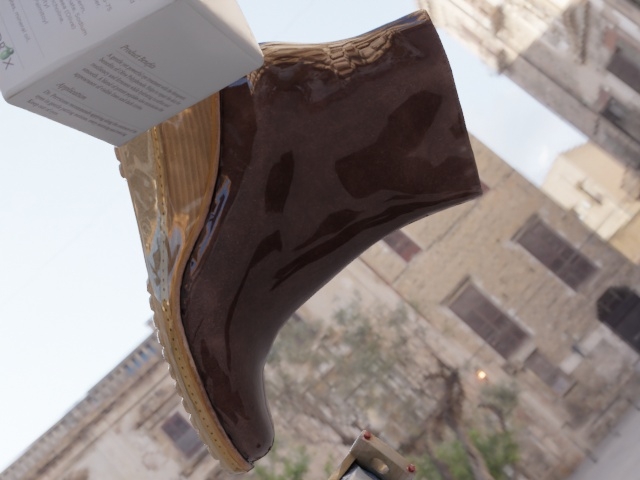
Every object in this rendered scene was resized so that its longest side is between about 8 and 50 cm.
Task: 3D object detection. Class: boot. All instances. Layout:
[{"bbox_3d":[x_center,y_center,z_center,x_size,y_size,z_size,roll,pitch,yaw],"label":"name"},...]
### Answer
[{"bbox_3d":[0.000,0.000,0.592,0.207,0.248,0.090,-14,4,-4],"label":"boot"}]

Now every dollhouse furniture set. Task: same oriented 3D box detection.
[{"bbox_3d":[0.065,0.300,0.930,0.129,0.184,0.129,-46,-15,-37],"label":"dollhouse furniture set"}]

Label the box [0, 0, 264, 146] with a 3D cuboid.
[{"bbox_3d":[-0.094,-0.110,0.433,0.087,0.102,0.101,-27,-11,11],"label":"box"}]
